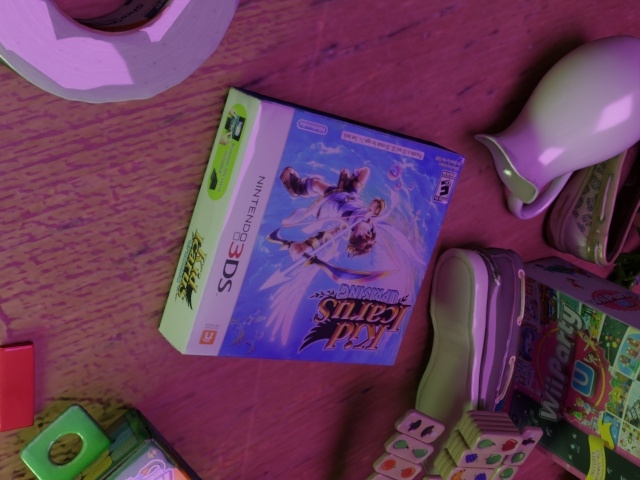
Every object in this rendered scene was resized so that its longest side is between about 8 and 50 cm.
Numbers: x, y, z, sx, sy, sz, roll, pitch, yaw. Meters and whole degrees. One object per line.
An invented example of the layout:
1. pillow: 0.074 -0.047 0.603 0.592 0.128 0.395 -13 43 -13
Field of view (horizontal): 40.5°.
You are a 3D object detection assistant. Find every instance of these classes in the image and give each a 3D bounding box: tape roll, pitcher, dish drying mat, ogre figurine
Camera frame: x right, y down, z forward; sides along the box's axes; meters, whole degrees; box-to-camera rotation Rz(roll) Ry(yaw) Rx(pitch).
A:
1. tape roll: -0.166 -0.215 0.643 0.219 0.072 0.219 -14 116 -30
2. pitcher: 0.289 -0.122 0.990 0.207 0.125 0.178 -38 148 -4
3. dish drying mat: -0.268 0.129 0.761 0.032 0.008 0.083 -6 114 -33
4. ogre figurine: 0.461 -0.012 1.162 0.118 0.097 0.197 -20 120 -26

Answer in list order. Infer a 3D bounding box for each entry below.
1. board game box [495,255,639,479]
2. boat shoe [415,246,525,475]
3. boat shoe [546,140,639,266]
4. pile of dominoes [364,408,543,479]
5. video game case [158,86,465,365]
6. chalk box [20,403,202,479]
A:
1. board game box: 0.348 0.177 1.028 0.098 0.303 0.224 -10 115 -32
2. boat shoe: 0.180 0.155 1.027 0.091 0.109 0.305 -4 108 -29
3. boat shoe: 0.387 -0.102 1.074 0.105 0.089 0.285 21 96 -39
4. pile of dominoes: 0.135 0.296 0.986 0.196 0.040 0.251 9 121 -26
5. video game case: 0.000 0.000 0.862 0.270 0.061 0.244 9 105 -38
6. chalk box: -0.172 0.245 0.777 0.132 0.132 0.213 -42 103 -13
